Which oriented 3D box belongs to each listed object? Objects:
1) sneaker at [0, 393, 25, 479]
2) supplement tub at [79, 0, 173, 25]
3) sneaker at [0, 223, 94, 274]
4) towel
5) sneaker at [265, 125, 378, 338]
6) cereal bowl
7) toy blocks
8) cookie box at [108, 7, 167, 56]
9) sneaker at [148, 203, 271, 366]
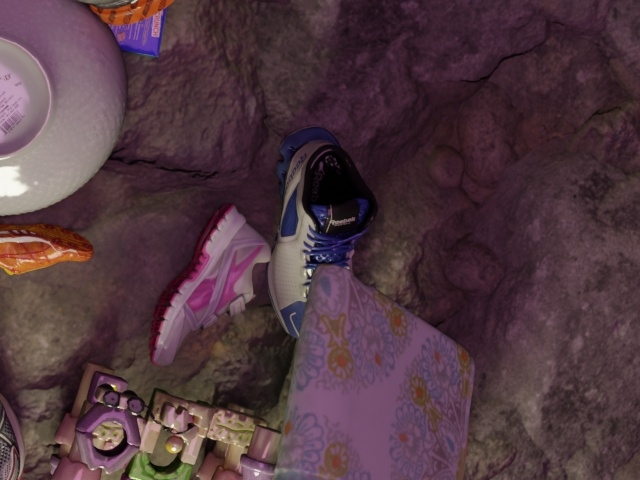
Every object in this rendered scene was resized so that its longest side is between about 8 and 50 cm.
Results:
[{"bbox_3d":[-0.499,0.219,1.597,0.121,0.112,0.299,-25,104,-10],"label":"sneaker"},{"bbox_3d":[-0.290,-0.426,1.425,0.193,0.193,0.316,-41,135,-6],"label":"supplement tub"},{"bbox_3d":[-0.403,0.015,1.631,0.175,0.064,0.067,4,116,-10],"label":"sneaker"},{"bbox_3d":[0.085,0.249,1.633,0.374,0.090,0.320,35,53,-43],"label":"towel"},{"bbox_3d":[0.000,-0.001,1.663,0.128,0.182,0.315,-3,98,-13],"label":"sneaker"},{"bbox_3d":[-0.422,-0.192,1.528,0.339,0.141,0.338,-1,100,-8],"label":"cereal bowl"},{"bbox_3d":[-0.222,0.335,1.582,0.289,0.309,0.260,19,86,-16],"label":"toy blocks"},{"bbox_3d":[-0.270,-0.307,1.624,0.107,0.040,0.091,10,97,-15],"label":"cookie box"},{"bbox_3d":[-0.154,0.078,1.674,0.111,0.103,0.252,33,89,-15],"label":"sneaker"}]
